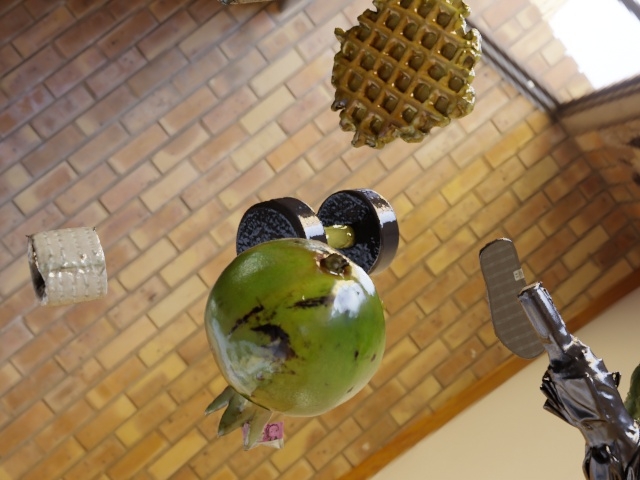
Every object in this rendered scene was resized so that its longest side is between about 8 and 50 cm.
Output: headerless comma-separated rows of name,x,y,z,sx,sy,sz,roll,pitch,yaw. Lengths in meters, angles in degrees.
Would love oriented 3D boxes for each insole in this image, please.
insole,0.377,0.119,1.667,0.110,0.309,0.012,-23,-148,0

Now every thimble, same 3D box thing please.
thimble,-0.345,0.036,1.160,0.090,0.102,0.115,-7,-167,-27

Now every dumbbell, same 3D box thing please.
dumbbell,0.000,0.000,1.807,0.322,0.204,0.203,-11,164,-48

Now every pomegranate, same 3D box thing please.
pomegranate,-0.054,0.150,1.232,0.341,0.260,0.260,-59,-179,15

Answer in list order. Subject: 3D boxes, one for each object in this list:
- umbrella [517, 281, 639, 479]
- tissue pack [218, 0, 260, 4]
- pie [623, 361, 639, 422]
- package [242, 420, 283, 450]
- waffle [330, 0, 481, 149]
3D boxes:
umbrella,0.342,0.207,1.076,0.118,0.340,0.118,-28,-179,1
tissue pack,-0.105,-0.672,1.562,0.264,0.253,0.417,-27,148,-47
pie,0.558,0.259,1.205,0.277,0.277,0.078,-39,165,-4
package,-0.113,0.387,1.699,0.083,0.059,0.029,-3,-172,-5
waffle,0.122,-0.261,1.285,0.245,0.254,0.052,-12,164,26
